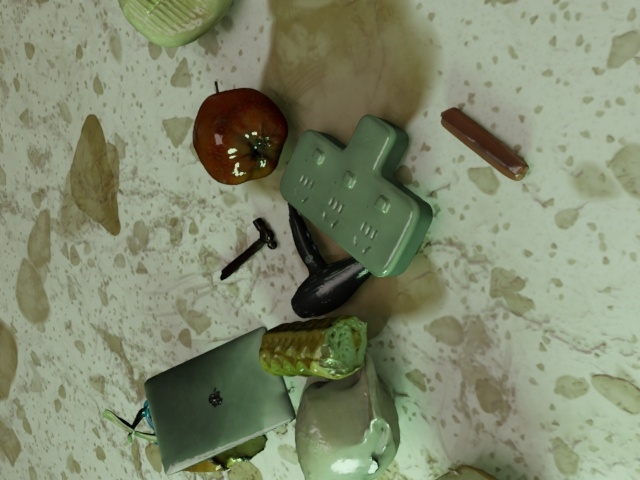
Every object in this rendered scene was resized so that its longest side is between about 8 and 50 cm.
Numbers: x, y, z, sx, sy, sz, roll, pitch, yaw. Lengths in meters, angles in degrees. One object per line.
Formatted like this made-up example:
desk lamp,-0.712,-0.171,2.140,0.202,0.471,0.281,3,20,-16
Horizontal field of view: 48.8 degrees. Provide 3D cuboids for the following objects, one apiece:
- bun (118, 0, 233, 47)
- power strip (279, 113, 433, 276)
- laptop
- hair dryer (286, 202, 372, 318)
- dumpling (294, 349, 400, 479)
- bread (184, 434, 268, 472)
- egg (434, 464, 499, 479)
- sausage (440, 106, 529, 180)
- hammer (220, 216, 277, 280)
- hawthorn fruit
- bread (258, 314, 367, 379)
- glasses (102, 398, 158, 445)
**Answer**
bun,-0.248,-0.453,1.200,0.229,0.145,0.230,3,115,7
power strip,0.058,-0.089,1.051,0.265,0.059,0.194,40,114,36
laptop,-0.190,0.292,1.293,0.269,0.015,0.188,-26,65,9
hair dryer,0.000,0.000,1.151,0.195,0.075,0.219,-38,68,30
dumpling,0.018,0.290,1.144,0.243,0.175,0.227,-33,48,16
bread,-0.196,0.363,1.354,0.160,0.140,0.169,7,105,46
egg,0.213,0.443,0.976,0.201,0.201,0.244,-38,87,40
sausage,0.216,-0.130,0.940,0.147,0.035,0.030,46,130,25
hammer,-0.141,0.025,1.300,0.178,0.021,0.065,-40,74,42
hawthorn fruit,-0.151,-0.185,1.180,0.203,0.162,0.163,36,123,48
bread,-0.022,0.175,1.143,0.269,0.087,0.098,-18,57,60
glasses,-0.343,0.384,1.479,0.239,0.207,0.102,11,71,37
